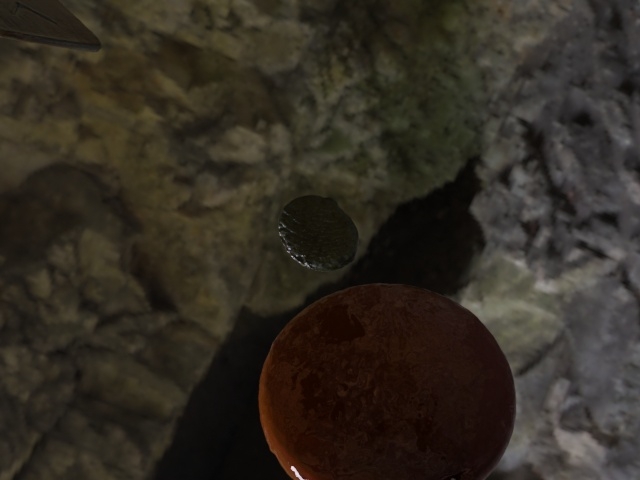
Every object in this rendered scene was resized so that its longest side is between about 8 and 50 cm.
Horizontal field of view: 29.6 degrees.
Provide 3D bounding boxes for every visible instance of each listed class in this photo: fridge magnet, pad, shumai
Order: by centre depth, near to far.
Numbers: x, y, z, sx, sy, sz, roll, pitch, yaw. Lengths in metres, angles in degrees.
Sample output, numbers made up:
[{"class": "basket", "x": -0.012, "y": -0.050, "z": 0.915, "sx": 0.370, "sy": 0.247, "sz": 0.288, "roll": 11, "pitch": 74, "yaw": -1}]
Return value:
[{"class": "pad", "x": -0.388, "y": -0.309, "z": 1.329, "sx": 0.018, "sy": 0.284, "sz": 0.286, "roll": -48, "pitch": -6, "yaw": 11}, {"class": "fridge magnet", "x": 0.094, "y": 0.223, "z": 1.713, "sx": 0.155, "sy": 0.363, "sz": 0.364, "roll": 87, "pitch": -166, "yaw": -55}, {"class": "shumai", "x": -0.001, "y": 0.001, "z": 1.728, "sx": 0.099, "sy": 0.124, "sz": 0.087, "roll": -37, "pitch": -21, "yaw": -7}]
